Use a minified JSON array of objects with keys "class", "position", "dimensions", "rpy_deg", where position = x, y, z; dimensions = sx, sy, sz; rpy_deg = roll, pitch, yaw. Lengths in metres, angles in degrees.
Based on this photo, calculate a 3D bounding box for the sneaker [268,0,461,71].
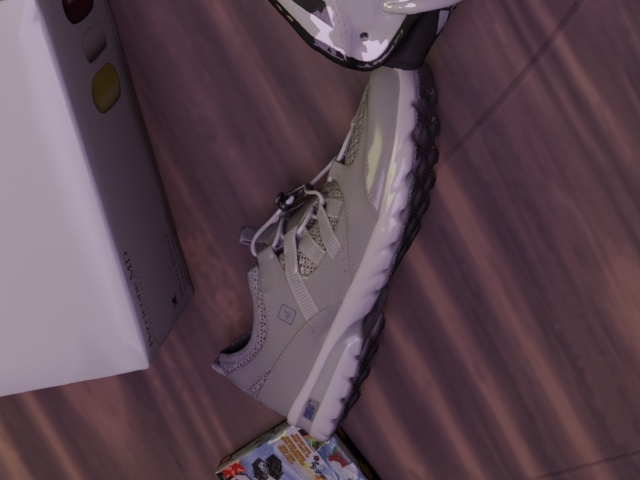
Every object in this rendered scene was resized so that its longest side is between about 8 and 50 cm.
[{"class":"sneaker","position":[0.126,-0.230,1.183],"dimensions":[0.448,0.169,0.257],"rpy_deg":[9,120,17]}]

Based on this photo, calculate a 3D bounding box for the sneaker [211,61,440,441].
[{"class":"sneaker","position":[0.000,0.000,1.299],"dimensions":[0.115,0.105,0.281],"rpy_deg":[21,109,8]}]

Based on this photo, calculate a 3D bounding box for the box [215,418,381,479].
[{"class":"box","position":[0.000,0.196,1.409],"dimensions":[0.094,0.027,0.137],"rpy_deg":[-33,101,17]}]

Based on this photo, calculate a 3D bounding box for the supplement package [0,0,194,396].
[{"class":"supplement package","position":[-0.227,-0.038,1.301],"dimensions":[0.204,0.145,0.261],"rpy_deg":[-11,108,13]}]
